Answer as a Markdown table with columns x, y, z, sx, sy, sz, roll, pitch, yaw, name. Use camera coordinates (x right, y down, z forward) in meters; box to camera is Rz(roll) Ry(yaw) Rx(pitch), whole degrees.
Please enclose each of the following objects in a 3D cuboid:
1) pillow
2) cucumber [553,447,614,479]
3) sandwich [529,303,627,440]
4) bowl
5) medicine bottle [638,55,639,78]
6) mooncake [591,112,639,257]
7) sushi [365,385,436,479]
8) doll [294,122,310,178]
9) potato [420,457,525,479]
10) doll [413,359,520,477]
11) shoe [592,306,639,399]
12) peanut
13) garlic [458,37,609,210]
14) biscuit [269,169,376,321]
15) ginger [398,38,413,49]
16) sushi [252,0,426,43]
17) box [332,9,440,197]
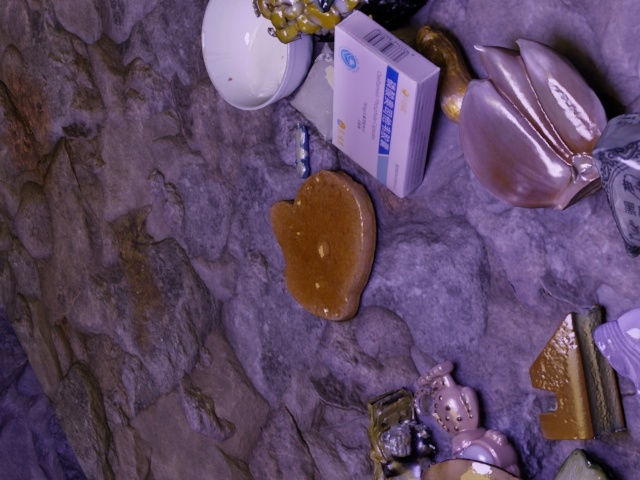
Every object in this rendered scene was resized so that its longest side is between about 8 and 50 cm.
| x | y | z | sx | sy | sz | roll | pitch | yaw | name |
| --- | --- | --- | --- | --- | --- | --- | --- | --- | --- |
| 0.021 | -0.303 | 1.986 | 0.134 | 0.078 | 0.181 | 51 | 131 | 15 | pillow |
| 0.473 | 0.523 | 1.757 | 0.105 | 0.145 | 0.325 | 8 | 112 | -4 | cucumber |
| 0.449 | 0.235 | 1.688 | 0.128 | 0.122 | 0.236 | -8 | 93 | 42 | sandwich |
| -0.116 | -0.422 | 2.041 | 0.277 | 0.145 | 0.277 | 13 | 108 | 43 | bowl |
| 0.600 | -0.274 | 1.387 | 0.250 | 0.131 | 0.131 | -25 | 84 | 46 | medicine bottle |
| 0.548 | -0.069 | 1.436 | 0.254 | 0.136 | 0.250 | 6 | 132 | 43 | mooncake |
| 0.173 | 0.461 | 1.998 | 0.131 | 0.139 | 0.291 | -17 | 89 | 61 | sushi |
| -0.041 | -0.198 | 2.112 | 0.037 | 0.027 | 0.125 | 11 | 109 | 50 | doll |
| 0.286 | 0.529 | 1.819 | 0.239 | 0.116 | 0.299 | 30 | 143 | 7 | potato |
| 0.284 | 0.377 | 1.892 | 0.278 | 0.119 | 0.154 | 57 | 137 | 24 | doll |
| 0.576 | 0.213 | 1.580 | 0.137 | 0.095 | 0.245 | -41 | 80 | 21 | shoe |
| 0.237 | -0.304 | 1.769 | 0.087 | 0.087 | 0.207 | -38 | 76 | 43 | peanut |
| 0.366 | -0.188 | 1.641 | 0.325 | 0.132 | 0.279 | 53 | 131 | 17 | garlic |
| 0.001 | 0.000 | 2.104 | 0.287 | 0.057 | 0.344 | 28 | 120 | 36 | biscuit |
| 0.158 | -0.279 | 1.829 | 0.149 | 0.065 | 0.259 | 47 | 156 | 16 | ginger |
| 0.023 | -0.531 | 1.776 | 0.328 | 0.285 | 0.328 | 13 | 110 | 41 | sushi |
| 0.114 | -0.246 | 1.797 | 0.200 | 0.065 | 0.343 | 40 | 156 | 22 | box |
